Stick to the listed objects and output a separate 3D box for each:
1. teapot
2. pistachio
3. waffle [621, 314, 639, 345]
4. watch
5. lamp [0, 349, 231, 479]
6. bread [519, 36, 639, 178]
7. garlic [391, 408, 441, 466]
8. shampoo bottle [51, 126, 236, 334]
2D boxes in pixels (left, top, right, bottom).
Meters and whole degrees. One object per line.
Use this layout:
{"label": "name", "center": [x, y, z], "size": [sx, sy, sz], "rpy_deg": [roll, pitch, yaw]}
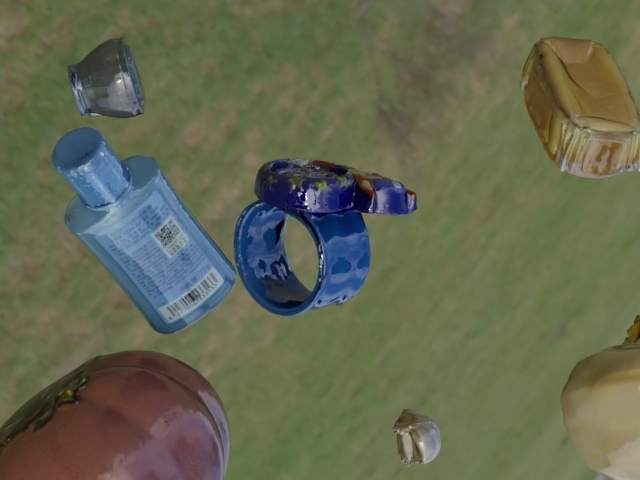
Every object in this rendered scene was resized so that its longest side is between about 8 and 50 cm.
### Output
{"label": "teapot", "center": [-0.175, -0.126, 1.286], "size": [0.057, 0.066, 0.088], "rpy_deg": [-13, 161, -1]}
{"label": "pistachio", "center": [0.289, 0.138, 1.253], "size": [0.145, 0.200, 0.117], "rpy_deg": [30, 62, -54]}
{"label": "waffle", "center": [0.442, 0.213, 1.970], "size": [0.262, 0.060, 0.280], "rpy_deg": [-138, -123, -70]}
{"label": "watch", "center": [-0.010, -0.002, 2.061], "size": [0.171, 0.196, 0.200], "rpy_deg": [-4, 111, -40]}
{"label": "lamp", "center": [-0.218, 0.256, 1.569], "size": [0.305, 0.239, 0.305], "rpy_deg": [-36, -170, 7]}
{"label": "bread", "center": [0.382, -0.193, 2.300], "size": [0.136, 0.241, 0.107], "rpy_deg": [1, 132, -13]}
{"label": "garlic", "center": [0.155, 0.314, 2.487], "size": [0.074, 0.094, 0.113], "rpy_deg": [-14, -158, 0]}
{"label": "shampoo bottle", "center": [-0.171, -0.012, 1.477], "size": [0.104, 0.061, 0.258], "rpy_deg": [-37, 140, -4]}
